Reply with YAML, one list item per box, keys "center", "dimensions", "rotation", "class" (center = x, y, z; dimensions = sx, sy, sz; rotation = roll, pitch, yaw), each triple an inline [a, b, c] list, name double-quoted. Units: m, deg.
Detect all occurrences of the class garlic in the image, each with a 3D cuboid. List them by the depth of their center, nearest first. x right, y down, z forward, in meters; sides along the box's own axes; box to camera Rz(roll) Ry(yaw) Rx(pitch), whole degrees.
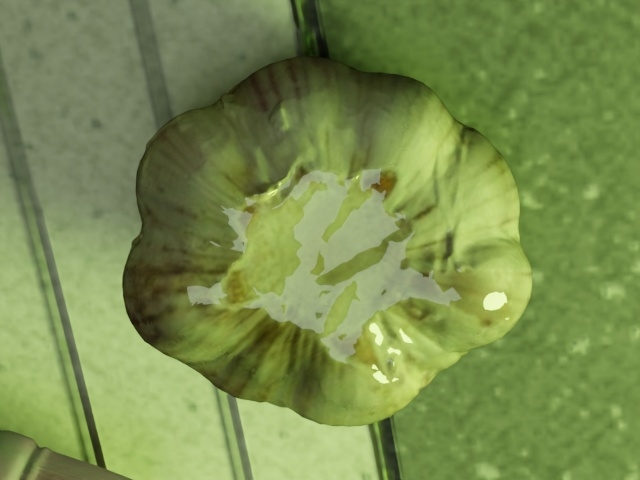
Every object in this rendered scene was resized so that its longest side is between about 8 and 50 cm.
- center: [0.000, 0.000, 0.769]
  dimensions: [0.159, 0.102, 0.147]
  rotation: [-9, 100, -1]
  class: "garlic"

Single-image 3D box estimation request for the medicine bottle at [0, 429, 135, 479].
- center: [-0.212, 0.133, 0.828]
  dimensions: [0.254, 0.152, 0.152]
  rotation: [20, 115, -2]
  class: "medicine bottle"
